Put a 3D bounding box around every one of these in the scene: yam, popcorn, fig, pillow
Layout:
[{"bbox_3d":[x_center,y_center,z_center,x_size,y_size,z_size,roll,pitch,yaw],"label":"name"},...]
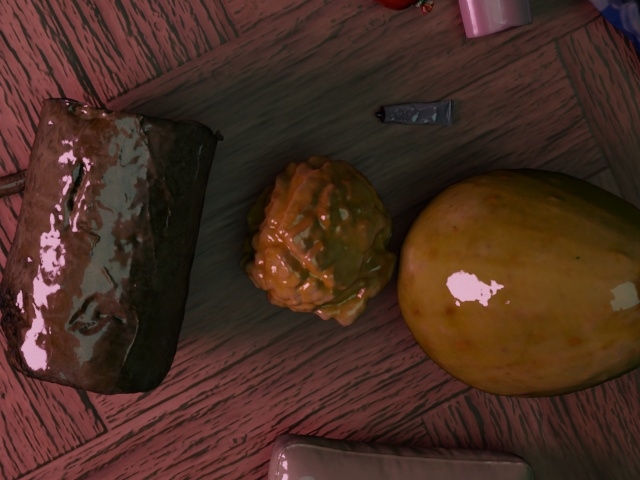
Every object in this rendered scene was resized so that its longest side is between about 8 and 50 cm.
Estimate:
[{"bbox_3d":[-0.223,0.007,1.291,0.195,0.195,0.300,12,97,-14],"label":"yam"},{"bbox_3d":[0.000,0.000,1.352,0.180,0.180,0.170,-19,146,-8],"label":"popcorn"},{"bbox_3d":[0.246,0.052,1.334,0.258,0.326,0.258,-7,101,-43],"label":"fig"},{"bbox_3d":[-0.369,-0.045,1.331,0.129,0.027,0.033,-17,72,-6],"label":"yam"},{"bbox_3d":[0.082,0.358,1.452,0.322,0.120,0.256,8,98,-13],"label":"pillow"}]

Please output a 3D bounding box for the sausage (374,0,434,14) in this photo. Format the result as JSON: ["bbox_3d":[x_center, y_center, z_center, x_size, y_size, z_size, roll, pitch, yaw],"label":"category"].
[{"bbox_3d":[0.021,-0.328,1.337,0.264,0.083,0.083,35,92,-17],"label":"sausage"}]

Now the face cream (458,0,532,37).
[{"bbox_3d":[0.183,-0.330,1.381,0.084,0.057,0.198,-15,105,-12],"label":"face cream"}]

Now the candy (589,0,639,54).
[{"bbox_3d":[0.331,-0.329,1.394,0.331,0.077,0.187,36,81,-26],"label":"candy"}]

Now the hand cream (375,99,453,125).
[{"bbox_3d":[0.107,-0.146,1.422,0.093,0.019,0.030,-2,99,-18],"label":"hand cream"}]
